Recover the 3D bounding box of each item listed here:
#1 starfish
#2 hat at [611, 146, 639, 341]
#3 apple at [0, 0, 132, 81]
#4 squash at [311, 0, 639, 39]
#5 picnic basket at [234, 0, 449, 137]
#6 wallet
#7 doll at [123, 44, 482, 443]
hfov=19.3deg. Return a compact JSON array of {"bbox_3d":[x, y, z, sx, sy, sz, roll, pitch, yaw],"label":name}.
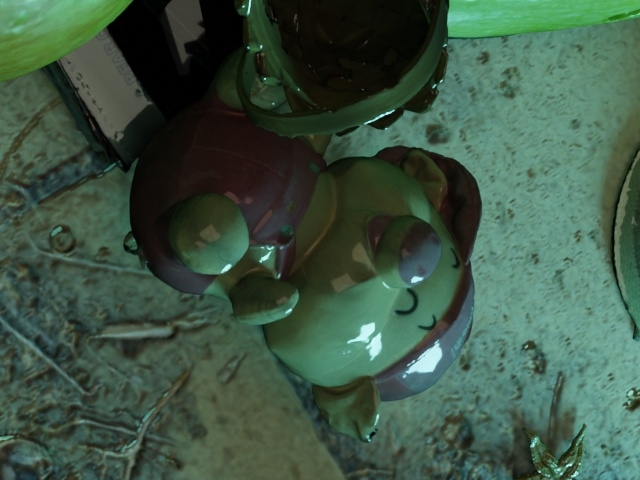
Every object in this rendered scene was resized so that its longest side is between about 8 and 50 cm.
[{"bbox_3d":[0.172,0.175,1.371,0.086,0.016,0.092,-38,97,-10],"label":"starfish"},{"bbox_3d":[0.345,0.001,1.365,0.252,0.110,0.252,-1,93,-17],"label":"hat"},{"bbox_3d":[-0.215,-0.262,1.065,0.339,0.339,0.340,-1,93,-16],"label":"apple"},{"bbox_3d":[0.084,-0.248,1.264,0.309,0.210,0.234,-9,95,-1],"label":"squash"},{"bbox_3d":[0.015,-0.120,1.115,0.128,0.178,0.138,-16,128,17],"label":"picnic basket"},{"bbox_3d":[-0.085,-0.169,1.251,0.231,0.069,0.170,-33,106,-12],"label":"wallet"},{"bbox_3d":[0.002,0.001,1.234,0.256,0.152,0.196,35,89,-29],"label":"doll"}]
